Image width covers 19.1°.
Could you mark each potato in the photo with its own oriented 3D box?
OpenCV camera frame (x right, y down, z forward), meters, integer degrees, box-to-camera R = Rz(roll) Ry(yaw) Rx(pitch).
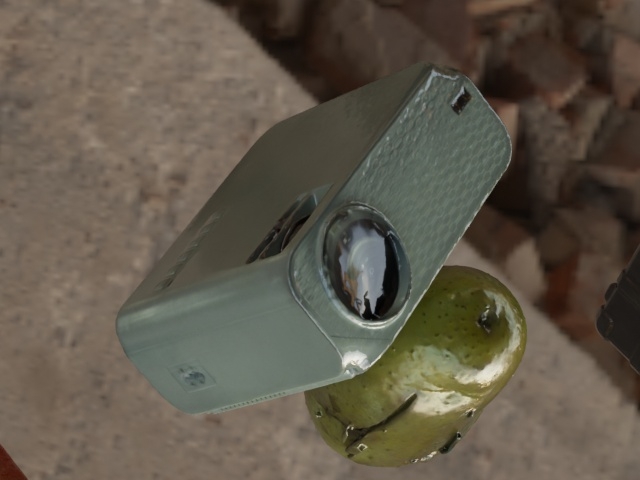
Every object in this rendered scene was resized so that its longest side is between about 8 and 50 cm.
[{"bbox_3d":[0.075,0.103,1.535,0.143,0.248,0.169,48,59,2],"label":"potato"}]

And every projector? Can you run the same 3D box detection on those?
[{"bbox_3d":[0.000,0.000,1.344,0.108,0.198,0.250,51,49,-17],"label":"projector"}]

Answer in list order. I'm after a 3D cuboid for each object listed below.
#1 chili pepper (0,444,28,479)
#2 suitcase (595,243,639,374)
[{"bbox_3d":[-0.280,0.169,1.408,0.086,0.192,0.084,-14,128,-34],"label":"chili pepper"},{"bbox_3d":[0.404,0.046,1.907,0.066,0.206,0.286,-17,143,-40],"label":"suitcase"}]
